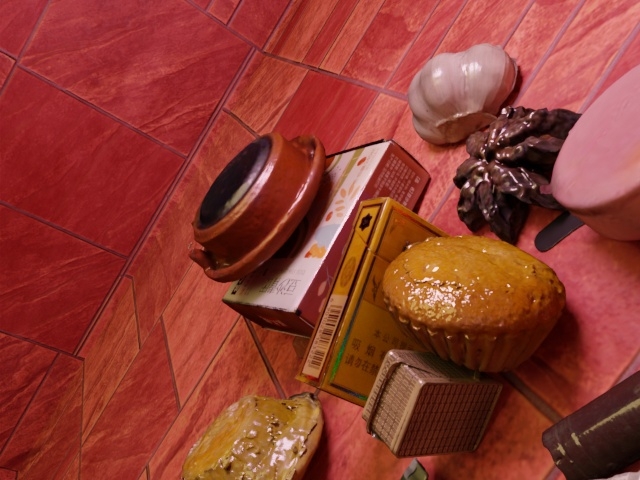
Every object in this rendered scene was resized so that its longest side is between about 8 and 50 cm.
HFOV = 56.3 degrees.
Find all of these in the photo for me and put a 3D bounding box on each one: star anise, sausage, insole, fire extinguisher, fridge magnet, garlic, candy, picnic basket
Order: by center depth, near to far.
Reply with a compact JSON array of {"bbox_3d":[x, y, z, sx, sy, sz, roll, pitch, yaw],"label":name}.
[{"bbox_3d":[0.349,0.161,0.594,0.268,0.072,0.089,-46,9,27],"label":"fire extinguisher"},{"bbox_3d":[0.386,-0.113,0.711,0.255,0.094,0.255,-52,12,16],"label":"candy"},{"bbox_3d":[0.147,0.213,0.785,0.079,0.164,0.115,38,114,53],"label":"picnic basket"},{"bbox_3d":[0.362,-0.036,0.835,0.152,0.002,0.053,-45,32,29],"label":"insole"},{"bbox_3d":[0.291,-0.121,0.932,0.236,0.108,0.223,-39,31,41],"label":"star anise"},{"bbox_3d":[0.244,-0.288,1.127,0.229,0.142,0.178,-42,34,49],"label":"garlic"},{"bbox_3d":[0.014,0.197,1.147,0.169,0.065,0.065,-15,53,54],"label":"sausage"},{"bbox_3d":[-0.130,-0.077,1.226,0.363,0.155,0.364,-39,28,25],"label":"fridge magnet"}]

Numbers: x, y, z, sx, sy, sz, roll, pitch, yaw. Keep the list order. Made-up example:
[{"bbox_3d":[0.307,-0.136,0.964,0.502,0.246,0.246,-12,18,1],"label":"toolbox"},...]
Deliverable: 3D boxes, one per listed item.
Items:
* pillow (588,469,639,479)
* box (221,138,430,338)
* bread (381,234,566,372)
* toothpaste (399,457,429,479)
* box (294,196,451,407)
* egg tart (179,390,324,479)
[{"bbox_3d":[0.257,0.322,0.599,0.254,0.078,0.144,-39,56,37],"label":"pillow"},{"bbox_3d":[0.000,0.000,1.230,0.344,0.122,0.385,-4,53,60],"label":"box"},{"bbox_3d":[0.198,0.082,0.796,0.240,0.239,0.139,-141,46,-62],"label":"bread"},{"bbox_3d":[0.061,0.487,0.806,0.099,0.061,0.392,108,-172,-82],"label":"toothpaste"},{"bbox_3d":[0.105,0.110,0.933,0.084,0.192,0.302,-2,63,58],"label":"box"},{"bbox_3d":[-0.139,0.385,1.069,0.341,0.132,0.341,-41,10,9],"label":"egg tart"}]
